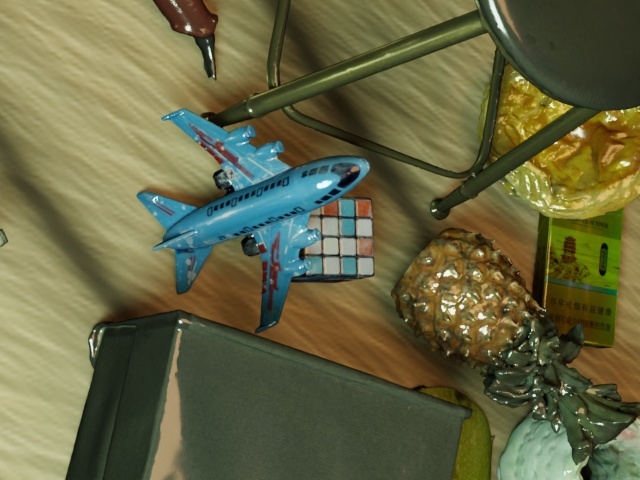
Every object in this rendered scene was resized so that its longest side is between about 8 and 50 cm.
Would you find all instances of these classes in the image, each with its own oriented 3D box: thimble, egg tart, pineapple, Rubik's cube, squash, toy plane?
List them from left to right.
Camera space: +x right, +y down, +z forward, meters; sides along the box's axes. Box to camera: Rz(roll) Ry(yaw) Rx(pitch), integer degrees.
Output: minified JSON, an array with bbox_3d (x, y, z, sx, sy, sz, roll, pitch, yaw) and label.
[{"bbox_3d":[-0.064,-0.037,1.356,0.254,0.271,0.105,68,20,-6],"label":"toy plane"},{"bbox_3d":[0.000,0.000,1.457,0.092,0.092,0.092,2,84,-28],"label":"Rubik's cube"},{"bbox_3d":[0.152,0.264,1.514,0.192,0.085,0.184,42,68,-20],"label":"squash"},{"bbox_3d":[0.236,0.119,1.493,0.310,0.141,0.170,42,44,10],"label":"pineapple"},{"bbox_3d":[0.314,-0.137,1.610,0.241,0.106,0.241,0,79,0],"label":"egg tart"},{"bbox_3d":[0.323,0.310,1.566,0.185,0.149,0.211,24,74,-26],"label":"thimble"}]

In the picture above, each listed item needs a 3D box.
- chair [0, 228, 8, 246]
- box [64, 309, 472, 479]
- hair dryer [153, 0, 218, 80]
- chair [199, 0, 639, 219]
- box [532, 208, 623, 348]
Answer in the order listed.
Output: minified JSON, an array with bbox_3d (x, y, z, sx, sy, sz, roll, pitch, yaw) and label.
[{"bbox_3d":[-0.455,0.010,1.188,0.270,0.136,0.147,-34,102,-25],"label":"chair"},{"bbox_3d":[-0.064,0.220,1.308,0.345,0.251,0.204,20,75,-25],"label":"box"},{"bbox_3d":[-0.225,-0.306,1.387,0.313,0.123,0.340,-31,110,-16],"label":"hair dryer"},{"bbox_3d":[0.155,-0.254,1.369,0.365,0.410,0.361,18,76,-32],"label":"chair"},{"bbox_3d":[0.336,0.038,1.669,0.121,0.030,0.193,11,79,-27],"label":"box"}]
